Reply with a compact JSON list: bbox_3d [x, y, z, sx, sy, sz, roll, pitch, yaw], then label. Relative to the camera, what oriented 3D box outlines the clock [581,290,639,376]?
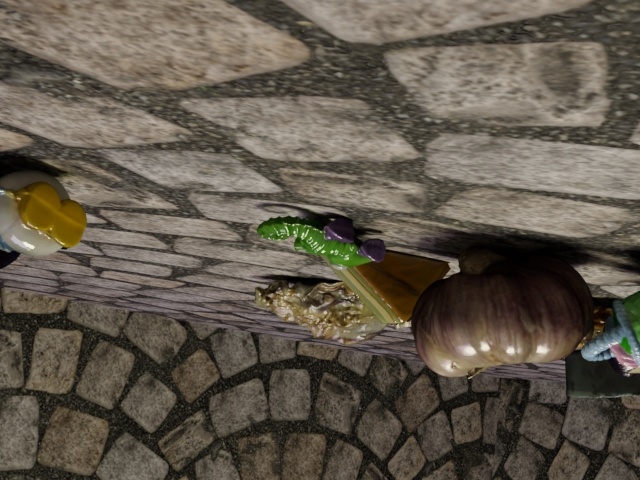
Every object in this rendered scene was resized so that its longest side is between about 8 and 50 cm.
[{"bbox_3d":[0.417,0.106,1.143,0.194,0.100,0.195,3,153,-37],"label":"clock"}]

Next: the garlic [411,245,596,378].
[{"bbox_3d":[0.226,0.083,1.205,0.245,0.160,0.245,-13,174,-1],"label":"garlic"}]

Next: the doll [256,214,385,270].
[{"bbox_3d":[0.000,0.000,1.175,0.115,0.050,0.190,-8,161,34],"label":"doll"}]

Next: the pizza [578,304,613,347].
[{"bbox_3d":[0.452,0.137,1.515,0.194,0.069,0.154,-1,173,-6],"label":"pizza"}]

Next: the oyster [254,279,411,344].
[{"bbox_3d":[0.051,0.138,1.765,0.355,0.107,0.201,6,166,9],"label":"oyster"}]

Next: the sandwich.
[{"bbox_3d":[0.088,0.026,1.349,0.163,0.113,0.079,46,160,-11],"label":"sandwich"}]

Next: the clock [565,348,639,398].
[{"bbox_3d":[0.599,0.204,1.573,0.387,0.076,0.386,-6,174,-1],"label":"clock"}]

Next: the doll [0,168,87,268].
[{"bbox_3d":[-0.425,-0.017,1.133,0.314,0.141,0.177,-5,152,33],"label":"doll"}]
